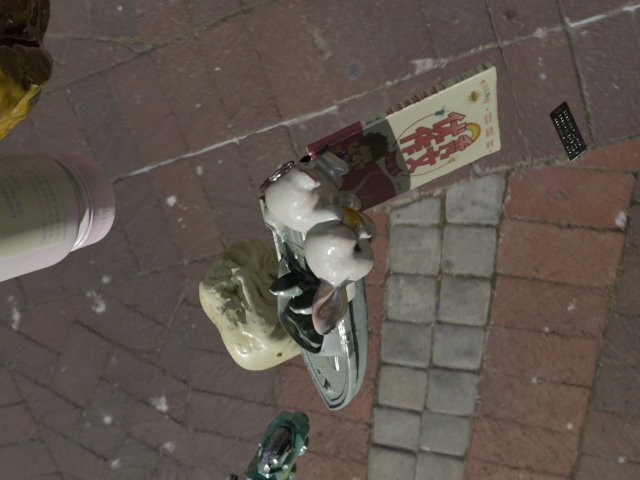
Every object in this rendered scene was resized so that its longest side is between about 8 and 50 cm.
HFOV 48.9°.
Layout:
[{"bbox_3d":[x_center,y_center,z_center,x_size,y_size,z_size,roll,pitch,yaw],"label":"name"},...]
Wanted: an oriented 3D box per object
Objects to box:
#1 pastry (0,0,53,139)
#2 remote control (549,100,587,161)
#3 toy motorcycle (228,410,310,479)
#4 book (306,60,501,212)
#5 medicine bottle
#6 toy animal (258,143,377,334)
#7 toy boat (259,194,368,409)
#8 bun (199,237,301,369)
[{"bbox_3d":[-0.265,-0.135,0.398,0.235,0.132,0.240,39,107,-8],"label":"pastry"},{"bbox_3d":[0.339,-0.147,0.954,0.016,0.091,0.034,17,138,-31],"label":"remote control"},{"bbox_3d":[-0.090,0.419,1.347,0.109,0.198,0.296,28,129,11],"label":"toy motorcycle"},{"bbox_3d":[0.109,-0.114,0.857,0.231,0.162,0.022,-24,60,3],"label":"book"},{"bbox_3d":[-0.537,-0.040,1.170,0.213,0.378,0.214,6,104,24],"label":"medicine bottle"},{"bbox_3d":[0.005,-0.004,0.554,0.085,0.071,0.124,-35,90,19],"label":"toy animal"},{"bbox_3d":[-0.002,0.089,0.861,0.141,0.092,0.320,33,141,48],"label":"toy boat"},{"bbox_3d":[-0.097,0.100,1.188,0.229,0.229,0.145,45,132,-3],"label":"bun"}]
